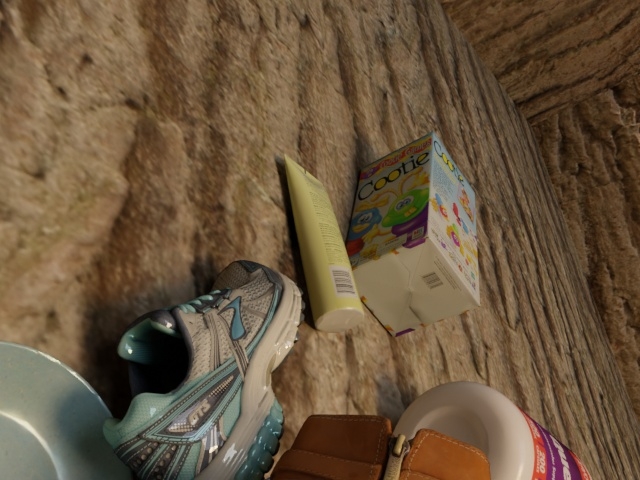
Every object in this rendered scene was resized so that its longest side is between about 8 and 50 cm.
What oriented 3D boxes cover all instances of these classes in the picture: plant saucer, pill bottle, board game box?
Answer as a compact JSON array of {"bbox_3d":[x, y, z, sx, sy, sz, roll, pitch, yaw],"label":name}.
[{"bbox_3d":[-0.197,0.156,0.393,0.195,0.038,0.194,42,35,-38],"label":"plant saucer"},{"bbox_3d":[0.239,0.317,0.865,0.323,0.182,0.181,39,37,-40],"label":"pill bottle"},{"bbox_3d":[0.142,-0.016,1.013,0.144,0.142,0.275,50,31,-26],"label":"board game box"}]

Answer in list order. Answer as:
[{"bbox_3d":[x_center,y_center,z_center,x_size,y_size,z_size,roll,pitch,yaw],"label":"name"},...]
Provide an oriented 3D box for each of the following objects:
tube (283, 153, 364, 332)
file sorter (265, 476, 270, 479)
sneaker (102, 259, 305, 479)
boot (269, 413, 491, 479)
[{"bbox_3d":[0.000,0.000,0.855,0.070,0.062,0.240,103,-22,-55],"label":"tube"},{"bbox_3d":[0.006,0.251,0.523,0.118,0.105,0.170,64,-2,-3],"label":"file sorter"},{"bbox_3d":[-0.091,0.081,0.543,0.122,0.110,0.283,39,20,-19],"label":"sneaker"},{"bbox_3d":[-0.033,0.177,0.367,0.220,0.284,0.109,-70,168,-50],"label":"boot"}]
